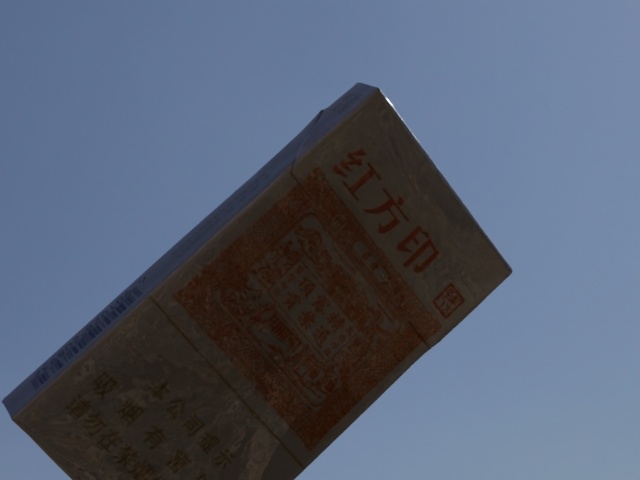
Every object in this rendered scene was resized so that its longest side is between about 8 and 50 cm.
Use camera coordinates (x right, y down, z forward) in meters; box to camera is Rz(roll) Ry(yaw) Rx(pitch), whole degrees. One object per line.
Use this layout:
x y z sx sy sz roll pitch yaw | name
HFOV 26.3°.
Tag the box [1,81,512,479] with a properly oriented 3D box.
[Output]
-0.039 0.071 1.056 0.204 0.365 0.051 51 -10 -25 | box
